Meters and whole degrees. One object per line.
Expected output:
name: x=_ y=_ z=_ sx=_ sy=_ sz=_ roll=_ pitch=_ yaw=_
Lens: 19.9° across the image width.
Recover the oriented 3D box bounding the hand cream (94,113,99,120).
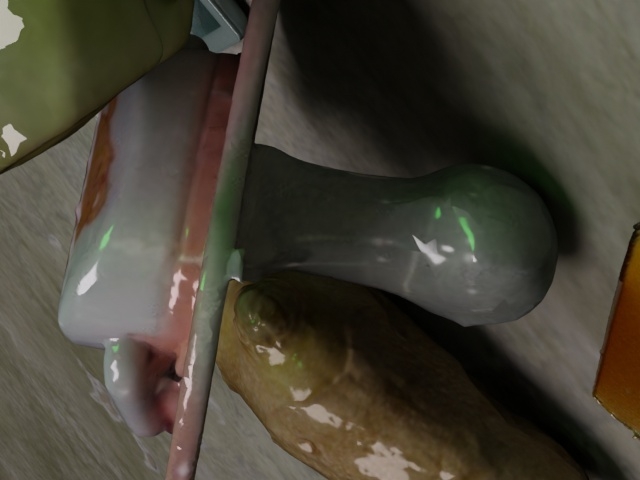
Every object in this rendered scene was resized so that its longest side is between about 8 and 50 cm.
hand cream: x=-0.132 y=-0.094 z=1.295 sx=0.095 sy=0.059 sz=0.276 roll=15 pitch=142 yaw=52

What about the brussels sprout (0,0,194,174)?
brussels sprout: x=-0.220 y=-0.178 z=0.886 sx=0.328 sy=0.247 sz=0.328 roll=34 pitch=150 yaw=23

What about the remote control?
remote control: x=-0.103 y=-0.187 z=1.131 sx=0.162 sy=0.029 sz=0.061 roll=51 pitch=159 yaw=-11

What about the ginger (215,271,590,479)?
ginger: x=0.038 y=0.106 z=1.173 sx=0.354 sy=0.126 sz=0.190 roll=38 pitch=172 yaw=21

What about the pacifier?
pacifier: x=-0.027 y=-0.011 z=0.985 sx=0.273 sy=0.332 sz=0.220 roll=-5 pitch=154 yaw=31

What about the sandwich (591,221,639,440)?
sandwich: x=0.190 y=0.059 z=0.916 sx=0.193 sy=0.058 sz=0.162 roll=54 pitch=157 yaw=-11
